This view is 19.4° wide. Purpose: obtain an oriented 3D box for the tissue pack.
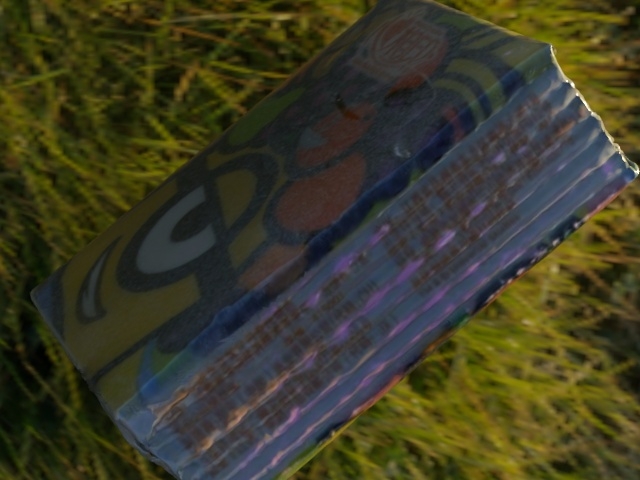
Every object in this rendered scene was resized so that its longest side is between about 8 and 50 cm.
[{"bbox_3d":[0.000,0.000,0.519,0.148,0.108,0.060,-40,116,-6],"label":"tissue pack"}]
